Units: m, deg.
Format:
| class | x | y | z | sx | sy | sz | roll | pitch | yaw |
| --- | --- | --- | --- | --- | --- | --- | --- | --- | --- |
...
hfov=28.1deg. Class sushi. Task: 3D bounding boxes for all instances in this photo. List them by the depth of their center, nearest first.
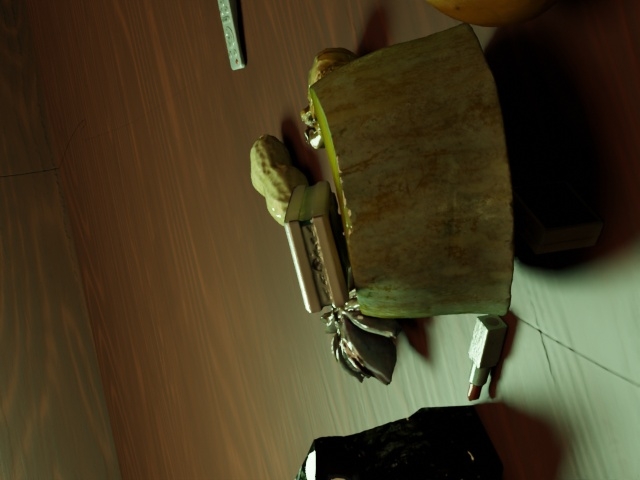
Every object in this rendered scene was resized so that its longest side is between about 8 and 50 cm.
| class | x | y | z | sx | sy | sz | roll | pitch | yaw |
| --- | --- | --- | --- | --- | --- | --- | --- | --- | --- |
| sushi | 0.100 | 0.363 | 1.646 | 0.215 | 0.227 | 0.212 | 113 | 142 | -49 |

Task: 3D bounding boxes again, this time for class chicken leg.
| class | x | y | z | sx | sy | sz | roll | pitch | yaw |
| --- | --- | --- | --- | --- | --- | --- | --- | --- | --- |
| chicken leg | 0.016 | -0.189 | 1.833 | 0.207 | 0.085 | 0.101 | 106 | 161 | -58 |

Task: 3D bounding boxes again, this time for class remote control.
| class | x | y | z | sx | sy | sz | roll | pitch | yaw |
| --- | --- | --- | --- | --- | --- | --- | --- | --- | --- |
| remote control | 0.000 | 0.000 | 1.468 | 0.277 | 0.055 | 0.103 | -88 | -17 | -80 |
| remote control | -0.155 | -0.389 | 2.214 | 0.050 | 0.027 | 0.184 | -175 | 74 | -67 |

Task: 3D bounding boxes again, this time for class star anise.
| class | x | y | z | sx | sy | sz | roll | pitch | yaw |
| --- | --- | --- | --- | --- | --- | --- | --- | --- | --- |
| star anise | 0.065 | 0.105 | 1.819 | 0.236 | 0.093 | 0.229 | 127 | 136 | -52 |

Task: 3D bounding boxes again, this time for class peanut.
| class | x | y | z | sx | sy | sz | roll | pitch | yaw |
| --- | --- | --- | --- | --- | --- | --- | --- | --- | --- |
| peanut | -0.066 | -0.098 | 2.049 | 0.187 | 0.082 | 0.082 | -120 | 32 | -42 |

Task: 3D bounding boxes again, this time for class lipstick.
| class | x | y | z | sx | sy | sz | roll | pitch | yaw |
| --- | --- | --- | --- | --- | --- | --- | --- | --- | --- |
| lipstick | 0.202 | 0.153 | 1.595 | 0.030 | 0.030 | 0.129 | -128 | 37 | -47 |

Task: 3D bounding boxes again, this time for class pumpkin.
| class | x | y | z | sx | sy | sz | roll | pitch | yaw |
| --- | --- | --- | --- | --- | --- | --- | --- | --- | --- |
| pumpkin | 0.096 | -0.071 | 1.438 | 0.332 | 0.199 | 0.332 | -5 | -90 | -88 |

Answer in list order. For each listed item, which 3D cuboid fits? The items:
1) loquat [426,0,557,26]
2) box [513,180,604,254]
| class | x | y | z | sx | sy | sz | roll | pitch | yaw |
| --- | --- | --- | --- | --- | --- | --- | --- | --- | --- |
| loquat | 0.176 | -0.319 | 1.299 | 0.208 | 0.208 | 0.208 | 172 | 90 | -66 |
| box | 0.247 | -0.026 | 1.375 | 0.079 | 0.083 | 0.035 | 57 | 145 | 42 |
